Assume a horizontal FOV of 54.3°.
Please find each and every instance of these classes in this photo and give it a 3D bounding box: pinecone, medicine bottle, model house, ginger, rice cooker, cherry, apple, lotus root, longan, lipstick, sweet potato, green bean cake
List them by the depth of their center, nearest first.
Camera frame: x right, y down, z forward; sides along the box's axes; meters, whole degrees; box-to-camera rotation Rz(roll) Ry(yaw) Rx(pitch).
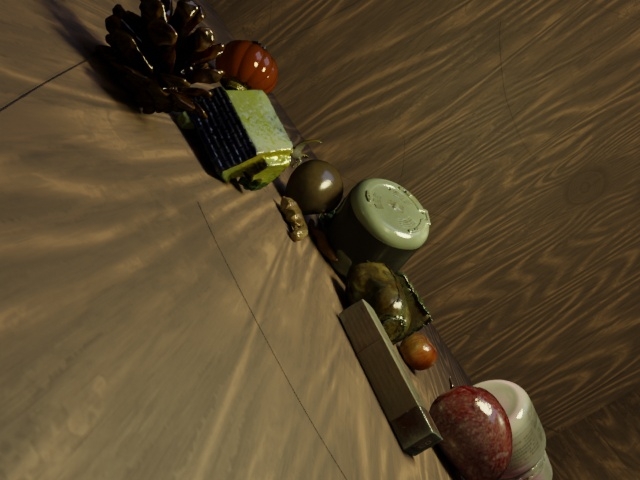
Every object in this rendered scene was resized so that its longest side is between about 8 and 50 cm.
[{"bbox_3d":[-0.269,-0.323,1.079,0.229,0.201,0.202,28,-21,6],"label":"pinecone"},{"bbox_3d":[-0.200,-0.207,1.339,0.211,0.170,0.193,-13,74,-51],"label":"model house"},{"bbox_3d":[0.152,0.303,1.430,0.076,0.080,0.371,45,15,-50],"label":"lipstick"},{"bbox_3d":[0.401,0.509,1.651,0.230,0.203,0.300,41,31,-65],"label":"cherry"},{"bbox_3d":[-0.066,-0.053,1.663,0.069,0.051,0.173,44,12,-40],"label":"ginger"},{"bbox_3d":[0.153,0.170,1.688,0.274,0.160,0.151,-107,-175,-60],"label":"lotus root"},{"bbox_3d":[0.219,0.202,1.862,0.181,0.173,0.094,55,7,-1],"label":"green bean cake"},{"bbox_3d":[0.002,-0.003,1.873,0.179,0.044,0.044,56,8,31],"label":"sweet potato"},{"bbox_3d":[-0.018,-0.159,1.887,0.189,0.189,0.189,54,9,-12],"label":"longan"},{"bbox_3d":[0.163,-0.023,1.919,0.289,0.277,0.288,19,44,-19],"label":"rice cooker"},{"bbox_3d":[0.574,0.628,1.950,0.324,0.256,0.256,61,6,-21],"label":"medicine bottle"},{"bbox_3d":[0.323,0.369,2.049,0.126,0.102,0.126,50,7,-8],"label":"apple"}]

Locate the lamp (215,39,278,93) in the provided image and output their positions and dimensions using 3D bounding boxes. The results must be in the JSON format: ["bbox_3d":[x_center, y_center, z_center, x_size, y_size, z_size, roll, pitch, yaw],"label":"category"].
[{"bbox_3d":[-0.253,-0.589,2.145,0.223,0.196,0.223,22,-14,6],"label":"lamp"}]

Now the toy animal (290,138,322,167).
[{"bbox_3d":[-0.099,-0.332,2.411,0.155,0.219,0.095,-44,122,-45],"label":"toy animal"}]

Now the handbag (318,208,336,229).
[{"bbox_3d":[0.086,0.013,2.161,0.260,0.079,0.247,54,8,-7],"label":"handbag"}]
